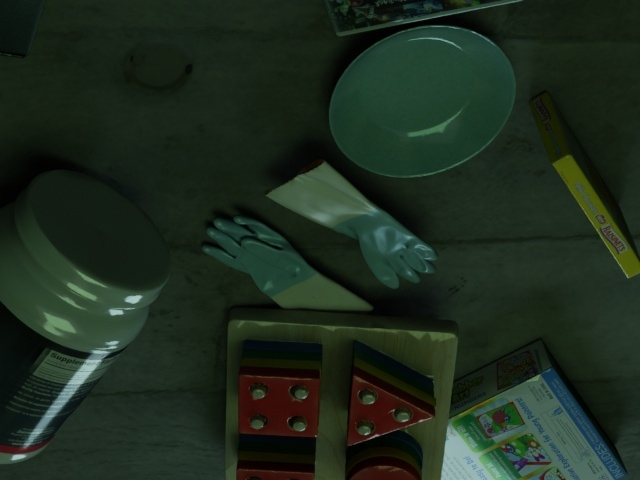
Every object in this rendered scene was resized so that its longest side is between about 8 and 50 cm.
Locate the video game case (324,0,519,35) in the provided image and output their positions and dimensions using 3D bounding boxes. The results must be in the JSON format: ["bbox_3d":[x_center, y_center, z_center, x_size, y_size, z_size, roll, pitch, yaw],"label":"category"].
[{"bbox_3d":[0.084,-0.280,1.817,0.190,0.022,0.173,-10,134,12],"label":"video game case"}]

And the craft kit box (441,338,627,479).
[{"bbox_3d":[0.215,0.259,2.343,0.247,0.061,0.250,-29,132,9],"label":"craft kit box"}]

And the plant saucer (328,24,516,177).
[{"bbox_3d":[0.101,-0.149,1.954,0.195,0.037,0.195,-7,132,-7],"label":"plant saucer"}]

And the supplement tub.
[{"bbox_3d":[-0.294,0.080,1.956,0.191,0.191,0.272,23,122,-30],"label":"supplement tub"}]

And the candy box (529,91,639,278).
[{"bbox_3d":[0.283,-0.057,2.038,0.027,0.105,0.206,-29,131,12],"label":"candy box"}]

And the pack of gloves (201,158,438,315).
[{"bbox_3d":[0.000,0.000,2.073,0.195,0.046,0.232,-26,134,30],"label":"pack of gloves"}]

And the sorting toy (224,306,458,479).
[{"bbox_3d":[0.019,0.208,2.175,0.256,0.089,0.257,3,128,0],"label":"sorting toy"}]

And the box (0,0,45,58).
[{"bbox_3d":[-0.325,-0.281,1.712,0.183,0.059,0.232,7,130,-22],"label":"box"}]
